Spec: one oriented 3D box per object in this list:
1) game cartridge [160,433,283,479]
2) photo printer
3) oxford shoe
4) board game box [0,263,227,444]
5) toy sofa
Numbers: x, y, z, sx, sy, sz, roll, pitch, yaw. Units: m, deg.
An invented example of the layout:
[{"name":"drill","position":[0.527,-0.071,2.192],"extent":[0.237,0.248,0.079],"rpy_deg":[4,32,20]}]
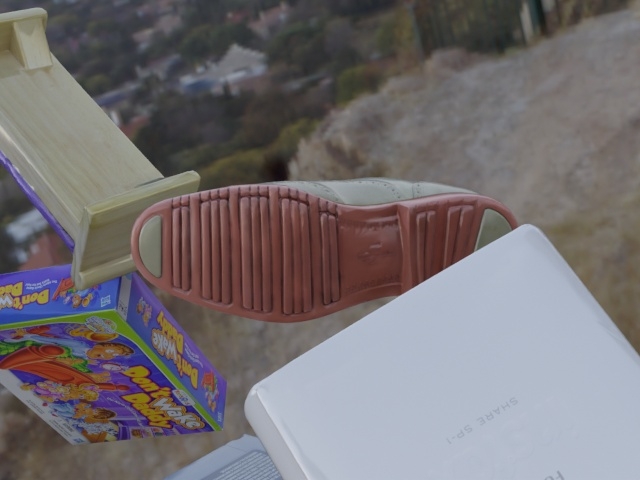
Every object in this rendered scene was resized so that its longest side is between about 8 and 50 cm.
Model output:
[{"name":"game cartridge","position":[-0.083,0.292,1.327],"extent":[0.198,0.062,0.297],"rpy_deg":[16,22,32]},{"name":"photo printer","position":[0.129,0.171,0.842],"extent":[0.256,0.107,0.307],"rpy_deg":[-29,65,-8]},{"name":"oxford shoe","position":[0.000,0.000,1.321],"extent":[0.397,0.140,0.146],"rpy_deg":[2,15,-10]},{"name":"board game box","position":[-0.295,0.155,1.647],"extent":[0.233,0.347,0.078],"rpy_deg":[-9,56,16]},{"name":"toy sofa","position":[-0.313,-0.097,1.476],"extent":[0.150,0.177,0.362],"rpy_deg":[-21,56,-38]}]
